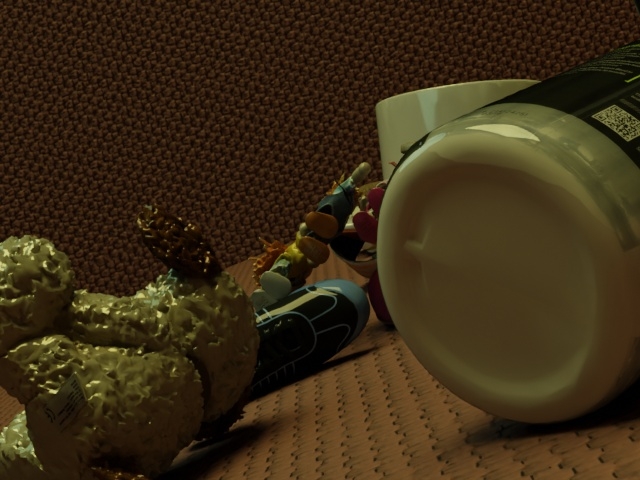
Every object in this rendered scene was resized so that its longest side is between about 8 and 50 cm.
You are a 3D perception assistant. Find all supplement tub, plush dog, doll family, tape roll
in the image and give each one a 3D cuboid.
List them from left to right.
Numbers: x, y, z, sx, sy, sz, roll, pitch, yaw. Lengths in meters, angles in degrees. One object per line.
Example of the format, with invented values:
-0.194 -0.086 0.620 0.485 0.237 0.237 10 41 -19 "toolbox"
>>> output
-0.139 0.105 1.106 0.210 0.262 0.225 22 43 33 "plush dog"
0.000 0.000 1.441 0.263 0.118 0.163 -57 -3 17 "doll family"
0.204 -0.118 1.882 0.246 0.169 0.246 -7 -3 0 "tape roll"
0.199 -0.024 0.894 0.193 0.194 0.316 -18 6 46 "supplement tub"

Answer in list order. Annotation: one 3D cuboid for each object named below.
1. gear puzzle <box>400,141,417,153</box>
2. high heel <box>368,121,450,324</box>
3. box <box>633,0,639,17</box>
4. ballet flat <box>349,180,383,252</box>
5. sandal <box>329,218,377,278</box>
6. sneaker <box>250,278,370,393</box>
0.245 -0.058 1.402 0.339 0.044 0.175 10 -11 -42 "gear puzzle"
0.113 -0.018 1.348 0.127 0.181 0.377 -24 4 -20 "high heel"
0.407 -0.175 1.073 0.182 0.296 0.294 -19 4 44 "box"
0.131 -0.039 2.251 0.342 0.116 0.124 -13 28 43 "ballet flat"
0.093 0.017 1.877 0.102 0.076 0.265 -2 -8 29 "sandal"
-0.060 0.113 1.341 0.232 0.081 0.090 -28 4 20 "sneaker"
